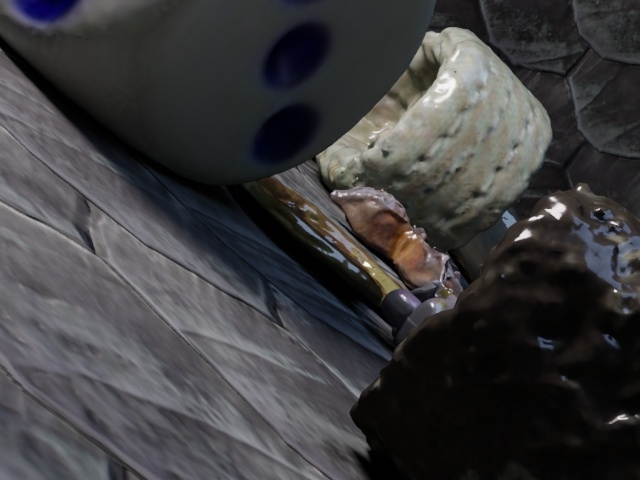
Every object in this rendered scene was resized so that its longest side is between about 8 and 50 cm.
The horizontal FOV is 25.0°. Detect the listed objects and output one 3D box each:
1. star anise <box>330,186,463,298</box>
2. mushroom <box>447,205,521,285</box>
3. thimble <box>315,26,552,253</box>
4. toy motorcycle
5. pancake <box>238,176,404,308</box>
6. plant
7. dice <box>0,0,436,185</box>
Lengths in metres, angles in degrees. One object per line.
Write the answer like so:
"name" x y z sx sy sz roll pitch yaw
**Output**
"star anise" 0.105 0.008 1.691 0.208 0.063 0.172 45 6 24
"mushroom" 0.242 -0.011 2.135 0.397 0.126 0.177 54 6 12
"thimble" 0.142 -0.121 1.870 0.195 0.291 0.291 41 7 -19
"toy motorcycle" 0.118 0.094 1.217 0.152 0.073 0.225 33 11 -30
"pancake" 0.000 0.000 1.311 0.212 0.029 0.235 43 5 16
"plant" 0.189 0.135 0.808 0.312 0.213 0.215 46 4 9
"dice" -0.108 -0.232 1.136 0.304 0.277 0.304 49 11 26
